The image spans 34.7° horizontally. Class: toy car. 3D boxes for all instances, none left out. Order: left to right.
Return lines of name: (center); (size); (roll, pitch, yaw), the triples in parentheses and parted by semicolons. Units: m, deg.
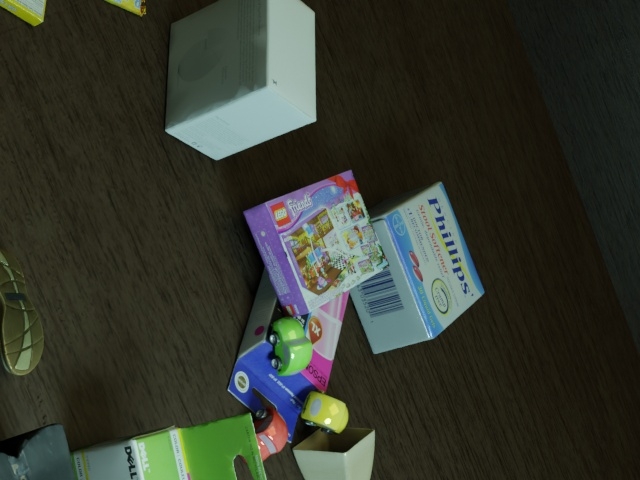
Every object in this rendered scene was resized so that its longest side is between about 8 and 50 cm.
toy car: (-0.040, 0.239, 1.690); (0.239, 0.053, 0.225); (-10, 97, -42)

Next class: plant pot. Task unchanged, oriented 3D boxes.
plant pot: (0.029, 0.387, 1.768); (0.109, 0.109, 0.096); (-23, 107, -57)

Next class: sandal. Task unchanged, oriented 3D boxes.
sandal: (-0.408, 0.095, 1.326); (0.072, 0.049, 0.180); (15, 48, -58)

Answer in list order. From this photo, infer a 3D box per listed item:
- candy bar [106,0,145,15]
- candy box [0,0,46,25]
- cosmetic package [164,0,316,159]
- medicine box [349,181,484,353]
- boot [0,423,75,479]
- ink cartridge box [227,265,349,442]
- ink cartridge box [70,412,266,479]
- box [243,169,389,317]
candy bar: (-0.347, -0.408, 1.674); (0.161, 0.018, 0.040); (16, 62, -51)
candy box: (-0.480, -0.403, 1.471); (0.206, 0.027, 0.105); (30, 54, -45)
cosmetic package: (-0.132, -0.288, 1.738); (0.138, 0.224, 0.224); (28, 54, -46)
medicine box: (0.180, 0.049, 2.098); (0.289, 0.149, 0.263); (-30, 100, -55)
boot: (-0.353, 0.457, 1.109); (0.367, 0.146, 0.445); (-17, 94, -73)
ink cartridge box: (-0.045, 0.150, 1.807); (0.176, 0.069, 0.371); (46, 43, -32)
ink cartridge box: (-0.192, 0.337, 1.324); (0.097, 0.255, 0.189); (-3, 76, -56)
box: (0.000, 0.000, 1.834); (0.293, 0.057, 0.201); (-25, 94, -55)
